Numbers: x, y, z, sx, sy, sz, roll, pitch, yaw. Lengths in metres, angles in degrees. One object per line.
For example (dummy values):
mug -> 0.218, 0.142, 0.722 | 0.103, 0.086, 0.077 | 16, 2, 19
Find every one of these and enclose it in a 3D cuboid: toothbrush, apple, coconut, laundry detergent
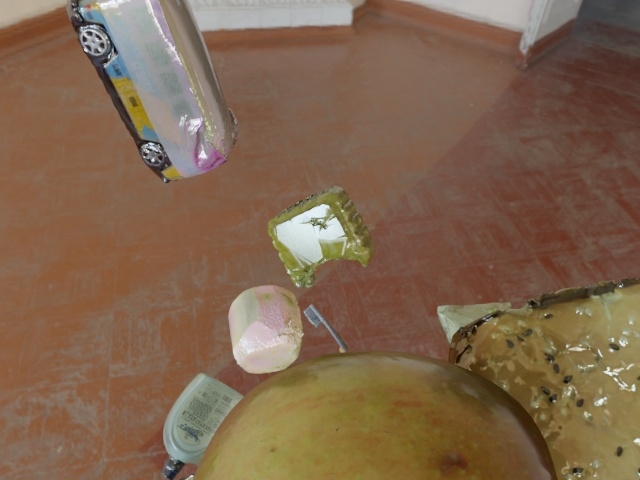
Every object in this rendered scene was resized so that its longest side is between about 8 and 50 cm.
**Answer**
toothbrush -> 0.060, 0.241, 1.074 | 0.031, 0.023, 0.321 | -41, 54, -3
apple -> 0.060, 0.241, 0.437 | 0.277, 0.319, 0.319 | -21, 45, 8
coconut -> -0.162, 0.252, 1.628 | 0.233, 0.233, 0.245 | -6, 49, -9
laundry detergent -> -0.331, 0.534, 1.499 | 0.215, 0.105, 0.280 | 37, 64, -17

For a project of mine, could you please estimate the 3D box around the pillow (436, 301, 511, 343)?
pillow -> 0.549, 0.315, 1.752 | 0.275, 0.076, 0.280 | -3, 47, -11

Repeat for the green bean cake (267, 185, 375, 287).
green bean cake -> 0.000, 0.000, 1.427 | 0.236, 0.232, 0.124 | -25, 10, 22

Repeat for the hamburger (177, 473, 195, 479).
hamburger -> -0.335, 0.793, 1.261 | 0.445, 0.268, 0.287 | -40, 31, 13

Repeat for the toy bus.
toy bus -> -0.283, -0.293, 1.004 | 0.163, 0.386, 0.171 | -4, 39, 18

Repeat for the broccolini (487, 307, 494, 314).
broccolini -> 0.484, 0.301, 1.485 | 0.054, 0.051, 0.239 | 25, 58, -36

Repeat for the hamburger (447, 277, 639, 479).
hamburger -> 0.325, 0.196, 0.615 | 0.318, 0.195, 0.276 | -19, 71, 19
